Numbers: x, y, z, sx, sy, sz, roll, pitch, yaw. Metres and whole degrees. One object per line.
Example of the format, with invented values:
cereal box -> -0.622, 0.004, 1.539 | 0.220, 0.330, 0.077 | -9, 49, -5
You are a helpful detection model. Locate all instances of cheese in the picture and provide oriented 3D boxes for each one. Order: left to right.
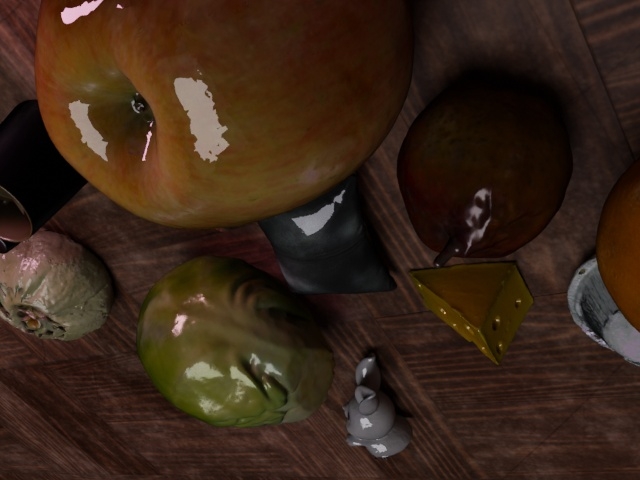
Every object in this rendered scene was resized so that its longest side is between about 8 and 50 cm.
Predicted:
cheese -> 0.213, 0.095, 1.152 | 0.171, 0.126, 0.093 | 12, 147, 43

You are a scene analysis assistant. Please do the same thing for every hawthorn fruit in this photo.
hawthorn fruit -> 0.180, -0.060, 0.873 | 0.208, 0.248, 0.208 | 13, 141, 11

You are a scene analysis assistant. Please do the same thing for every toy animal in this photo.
toy animal -> 0.083, 0.308, 1.415 | 0.130, 0.104, 0.221 | -1, 132, 29

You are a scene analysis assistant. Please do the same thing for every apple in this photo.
apple -> -0.106, -0.195, 0.807 | 0.391, 0.346, 0.391 | 18, 137, 18

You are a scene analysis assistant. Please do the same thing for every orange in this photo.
orange -> 0.435, 0.003, 0.816 | 0.261, 0.261, 0.261 | 14, 138, 13

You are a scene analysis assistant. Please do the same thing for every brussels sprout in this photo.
brussels sprout -> -0.141, 0.163, 1.269 | 0.344, 0.344, 0.268 | 19, 105, 8

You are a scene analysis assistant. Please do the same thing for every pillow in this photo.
pillow -> 0.000, 0.000, 1.136 | 0.186, 0.106, 0.250 | -5, 134, 21

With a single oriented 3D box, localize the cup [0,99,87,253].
cup -> -0.468, -0.080, 1.236 | 0.166, 0.177, 0.239 | 10, 137, 17

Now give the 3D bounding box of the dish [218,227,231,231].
dish -> -0.197, -0.129, 1.058 | 0.260, 0.260, 0.085 | 42, 95, -18

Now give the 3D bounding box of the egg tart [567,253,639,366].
egg tart -> 0.451, 0.099, 1.020 | 0.234, 0.094, 0.234 | 16, 140, 13

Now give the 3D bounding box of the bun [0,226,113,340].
bun -> -0.548, 0.098, 1.485 | 0.259, 0.152, 0.259 | 16, 140, 13
